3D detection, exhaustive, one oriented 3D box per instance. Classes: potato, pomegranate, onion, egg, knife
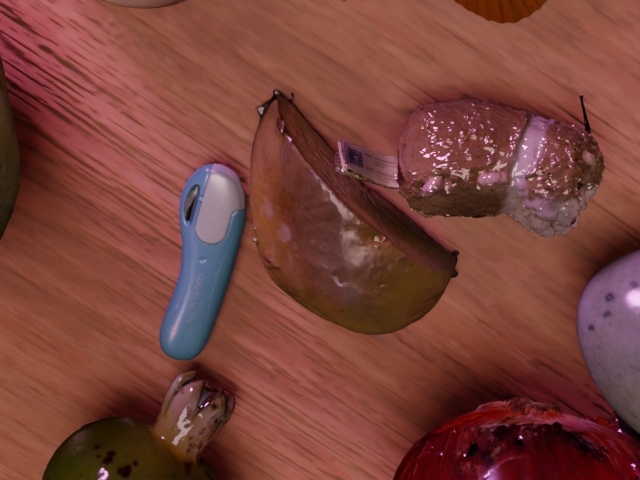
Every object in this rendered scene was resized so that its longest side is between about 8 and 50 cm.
[{"bbox_3d":[0.000,0.000,0.886,0.243,0.098,0.138,43,115,-9],"label":"potato"},{"bbox_3d":[-0.171,0.247,0.988,0.202,0.202,0.247,36,87,-7],"label":"pomegranate"},{"bbox_3d":[0.191,0.266,0.877,0.276,0.276,0.276,4,114,8],"label":"onion"},{"bbox_3d":[0.325,0.100,0.832,0.237,0.169,0.169,34,115,-7],"label":"egg"},{"bbox_3d":[-0.116,0.025,0.952,0.064,0.031,0.221,16,119,-2],"label":"knife"}]

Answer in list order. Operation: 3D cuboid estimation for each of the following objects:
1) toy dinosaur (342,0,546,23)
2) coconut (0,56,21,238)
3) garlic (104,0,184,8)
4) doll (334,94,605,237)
[{"bbox_3d":[0.138,-0.223,0.796,0.212,0.057,0.142,-29,126,32],"label":"toy dinosaur"},{"bbox_3d":[-0.396,-0.086,0.816,0.281,0.328,0.328,-14,114,-16],"label":"coconut"},{"bbox_3d":[-0.164,-0.283,0.759,0.228,0.110,0.217,17,132,22],"label":"garlic"},{"bbox_3d":[0.123,-0.063,0.830,0.221,0.105,0.114,2,77,9],"label":"doll"}]
